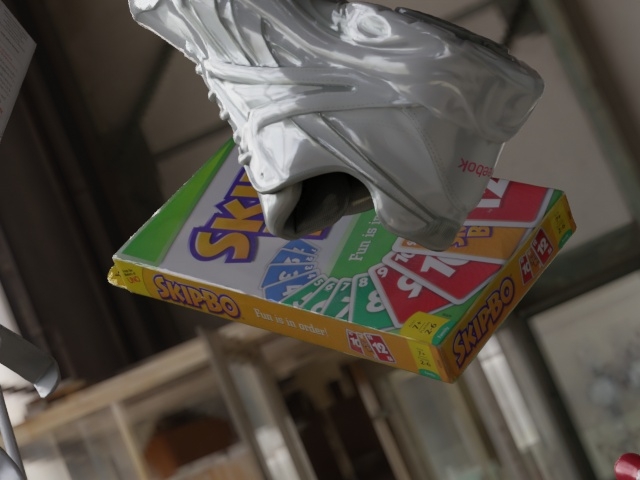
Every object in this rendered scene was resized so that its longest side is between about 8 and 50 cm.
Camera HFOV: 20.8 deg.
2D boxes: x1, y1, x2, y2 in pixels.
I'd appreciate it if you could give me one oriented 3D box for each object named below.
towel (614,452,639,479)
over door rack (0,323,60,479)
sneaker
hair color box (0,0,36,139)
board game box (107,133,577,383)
[{"bbox_3d":[0.315,0.235,1.114,0.031,0.199,0.275,-45,24,-12],"label":"towel"},{"bbox_3d":[-0.250,0.163,0.901,0.239,0.108,0.324,-49,12,2],"label":"over door rack"},{"bbox_3d":[-0.016,-0.063,0.782,0.090,0.232,0.115,15,-81,-48],"label":"sneaker"},{"bbox_3d":[-0.242,-0.089,1.156,0.043,0.141,0.072,9,-22,20],"label":"hair color box"},{"bbox_3d":[0.000,0.000,0.963,0.259,0.039,0.124,11,47,41],"label":"board game box"}]
